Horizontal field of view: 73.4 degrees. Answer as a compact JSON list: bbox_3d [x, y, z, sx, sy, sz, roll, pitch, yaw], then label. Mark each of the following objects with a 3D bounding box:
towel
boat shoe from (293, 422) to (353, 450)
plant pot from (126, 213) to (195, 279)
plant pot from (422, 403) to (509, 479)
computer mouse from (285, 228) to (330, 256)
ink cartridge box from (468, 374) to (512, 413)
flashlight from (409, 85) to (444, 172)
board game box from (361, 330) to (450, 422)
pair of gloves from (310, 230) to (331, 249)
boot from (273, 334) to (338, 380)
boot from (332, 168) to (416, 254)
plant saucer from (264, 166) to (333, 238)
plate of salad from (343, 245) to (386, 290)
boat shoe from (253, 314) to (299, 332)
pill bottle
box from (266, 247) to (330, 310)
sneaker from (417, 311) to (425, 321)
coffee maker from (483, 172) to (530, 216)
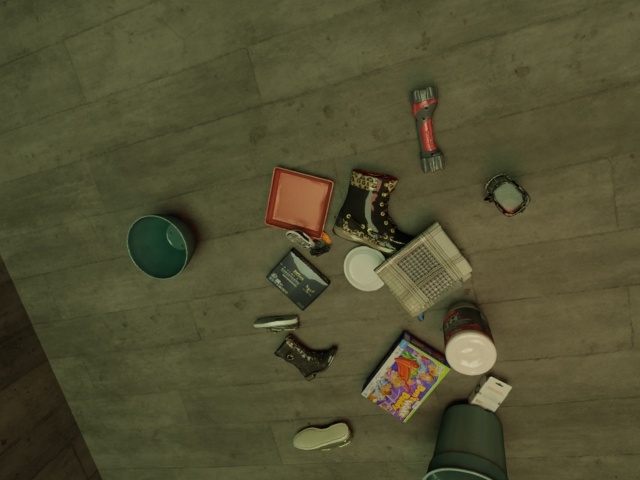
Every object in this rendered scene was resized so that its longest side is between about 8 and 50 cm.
[{"bbox_3d":[0.413,0.130,1.684,0.312,0.056,0.324,-38,118,8],"label":"towel"},{"bbox_3d":[0.014,0.977,2.109,0.305,0.109,0.091,-20,128,19],"label":"boat shoe"},{"bbox_3d":[-0.681,0.006,1.933,0.291,0.195,0.290,4,108,13],"label":"plant pot"},{"bbox_3d":[0.620,0.896,1.782,0.342,0.334,0.340,12,127,17],"label":"plant pot"},{"bbox_3d":[-0.059,0.002,1.818,0.193,0.042,0.106,36,144,-24],"label":"computer mouse"},{"bbox_3d":[0.730,0.658,1.854,0.104,0.060,0.180,26,112,5],"label":"ink cartridge box"},{"bbox_3d":[0.403,-0.406,1.584,0.103,0.103,0.303,-11,103,14],"label":"flashlight"},{"bbox_3d":[0.369,0.599,1.882,0.233,0.078,0.347,32,111,3],"label":"board game box"},{"bbox_3d":[0.000,0.000,1.860,0.083,0.010,0.074,-35,96,22],"label":"pair of gloves"},{"bbox_3d":[-0.072,0.522,1.998,0.229,0.091,0.263,43,114,-2],"label":"boot"},{"bbox_3d":[0.253,-0.110,1.701,0.378,0.138,0.284,17,110,14],"label":"boot"},{"bbox_3d":[-0.090,-0.160,1.813,0.259,0.047,0.258,15,110,8],"label":"plant saucer"},{"bbox_3d":[0.196,0.119,1.829,0.200,0.048,0.199,6,105,23],"label":"plate of salad"},{"bbox_3d":[-0.206,0.398,2.000,0.220,0.078,0.070,-7,104,14],"label":"boat shoe"},{"bbox_3d":[0.568,0.361,1.664,0.177,0.318,0.176,4,107,12],"label":"pill bottle"},{"bbox_3d":[-0.099,0.173,1.912,0.233,0.059,0.183,43,111,-2],"label":"box"},{"bbox_3d":[0.433,0.277,1.815,0.059,0.053,0.144,-3,107,13],"label":"sneaker"},{"bbox_3d":[0.690,-0.157,1.547,0.171,0.178,0.120,24,112,6],"label":"coffee maker"}]
